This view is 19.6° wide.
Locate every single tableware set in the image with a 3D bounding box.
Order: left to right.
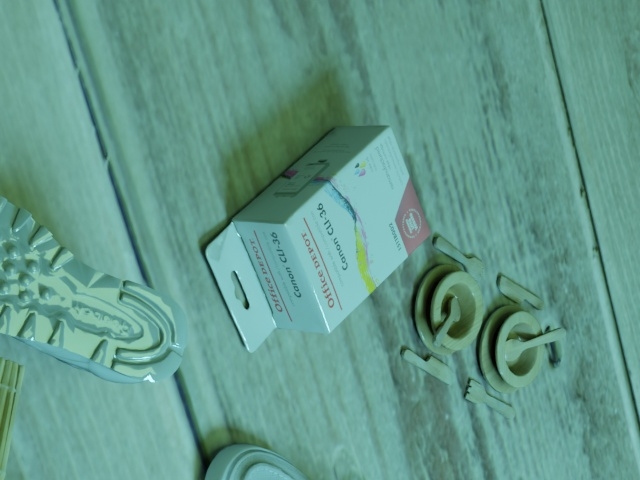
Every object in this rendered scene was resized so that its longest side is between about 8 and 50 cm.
[{"bbox_3d":[0.161,0.087,1.775,0.194,0.039,0.128,31,70,-43],"label":"tableware set"}]

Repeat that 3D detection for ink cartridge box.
[{"bbox_3d":[0.000,0.000,1.578,0.198,0.067,0.115,-43,122,-36],"label":"ink cartridge box"}]

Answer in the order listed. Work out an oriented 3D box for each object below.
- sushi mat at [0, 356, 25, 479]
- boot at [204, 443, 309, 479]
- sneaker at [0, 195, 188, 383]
[{"bbox_3d":[-0.282,0.188,1.195,0.151,0.019,0.317,27,47,-27],"label":"sushi mat"},{"bbox_3d":[0.017,0.261,1.567,0.258,0.123,0.095,48,59,-37],"label":"boot"},{"bbox_3d":[-0.213,0.040,1.347,0.235,0.095,0.090,34,71,-21],"label":"sneaker"}]
